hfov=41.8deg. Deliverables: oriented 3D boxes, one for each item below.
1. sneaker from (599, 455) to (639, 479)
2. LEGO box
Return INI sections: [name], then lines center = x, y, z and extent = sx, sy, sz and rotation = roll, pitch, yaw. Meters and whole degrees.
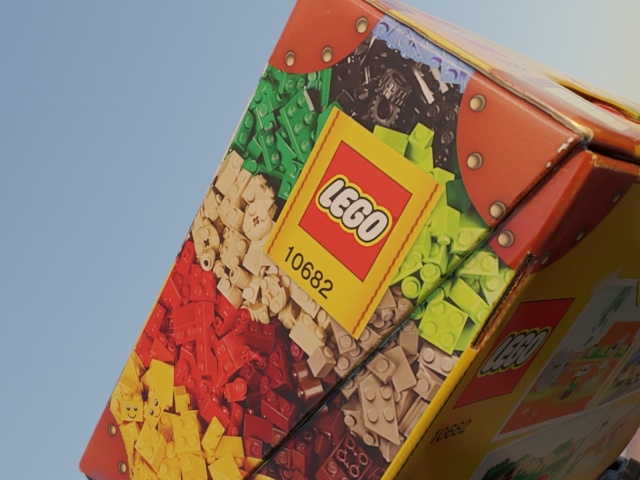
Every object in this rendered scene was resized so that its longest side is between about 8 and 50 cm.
[sneaker]
center = 0.424, 0.369, 1.201
extent = 0.079, 0.121, 0.217
rotation = -47, -22, -32
[LEGO box]
center = 0.129, 0.061, 0.644
extent = 0.500, 0.193, 0.373
rotation = 2, -58, -51
